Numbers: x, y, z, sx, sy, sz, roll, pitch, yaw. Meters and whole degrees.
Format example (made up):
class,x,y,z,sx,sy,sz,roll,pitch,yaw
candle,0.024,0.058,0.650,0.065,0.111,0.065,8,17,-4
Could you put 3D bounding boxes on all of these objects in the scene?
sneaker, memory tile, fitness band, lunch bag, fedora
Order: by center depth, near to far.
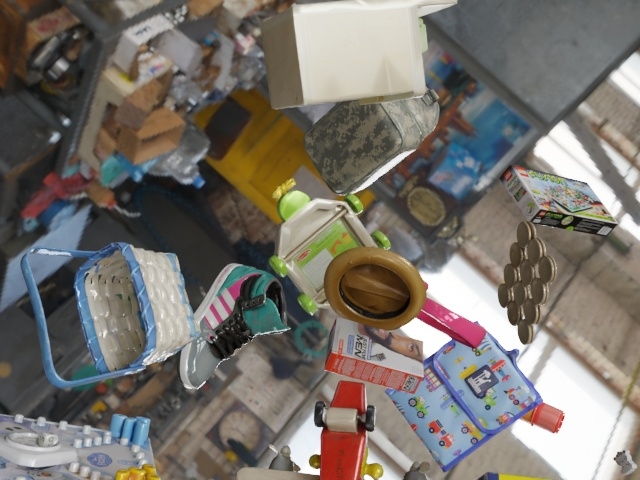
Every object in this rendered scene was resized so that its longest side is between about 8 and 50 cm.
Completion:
class,x,y,z,sx,sy,sz,roll,pitch,yaw
memory tile,0.281,0.058,1.070,0.113,0.012,0.148,-109,-159,-51
fedora,0.105,0.081,1.477,0.194,0.194,0.079,-49,-172,28
sneaker,-0.157,0.177,1.586,0.124,0.178,0.295,59,44,-43
fitness band,0.213,0.134,1.598,0.054,0.209,0.291,-54,-149,-6
lunch bag,0.332,0.330,1.735,0.293,0.221,0.138,-43,165,24
lunch bag,0.143,-0.277,2.036,0.256,0.212,0.305,-23,169,-48

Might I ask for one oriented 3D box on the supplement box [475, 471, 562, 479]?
class,x,y,z,sx,sy,sz,roll,pitch,yaw
supplement box,0.496,0.618,1.637,0.194,0.357,0.195,99,-3,-62

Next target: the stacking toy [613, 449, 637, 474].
class,x,y,z,sx,sy,sz,roll,pitch,yaw
stacking toy,0.798,0.465,1.781,0.221,0.167,0.052,-54,-141,34

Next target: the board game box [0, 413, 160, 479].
class,x,y,z,sx,sy,sz,roll,pitch,yaw
board game box,-0.449,0.314,1.225,0.390,0.390,0.050,-176,-81,-75

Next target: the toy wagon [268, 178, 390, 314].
class,x,y,z,sx,sy,sz,roll,pitch,yaw
toy wagon,0.000,0.000,1.901,0.267,0.344,0.068,-40,-167,-15

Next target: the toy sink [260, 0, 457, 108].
class,x,y,z,sx,sy,sz,roll,pitch,yaw
toy sink,0.057,-0.248,1.055,0.234,0.131,0.153,-11,-170,-19

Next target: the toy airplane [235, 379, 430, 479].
class,x,y,z,sx,sy,sz,roll,pitch,yaw
toy airplane,0.054,0.573,1.806,0.384,0.386,0.272,-40,160,-6

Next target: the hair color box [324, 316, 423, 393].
class,x,y,z,sx,sy,sz,roll,pitch,yaw
hair color box,0.097,0.204,1.394,0.093,0.167,0.053,-80,-171,-52

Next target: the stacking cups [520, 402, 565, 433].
class,x,y,z,sx,sy,sz,roll,pitch,yaw
stacking cups,0.473,0.408,2.028,0.096,0.316,0.096,-43,145,-41

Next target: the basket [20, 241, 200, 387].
class,x,y,z,sx,sy,sz,roll,pitch,yaw
basket,-0.379,0.132,1.409,0.201,0.254,0.289,-31,157,33

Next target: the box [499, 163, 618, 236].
class,x,y,z,sx,sy,sz,roll,pitch,yaw
box,0.424,-0.069,1.389,0.207,0.114,0.036,7,133,-33
